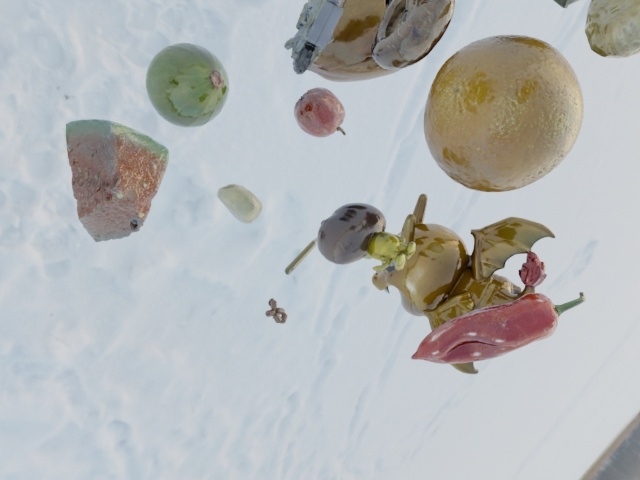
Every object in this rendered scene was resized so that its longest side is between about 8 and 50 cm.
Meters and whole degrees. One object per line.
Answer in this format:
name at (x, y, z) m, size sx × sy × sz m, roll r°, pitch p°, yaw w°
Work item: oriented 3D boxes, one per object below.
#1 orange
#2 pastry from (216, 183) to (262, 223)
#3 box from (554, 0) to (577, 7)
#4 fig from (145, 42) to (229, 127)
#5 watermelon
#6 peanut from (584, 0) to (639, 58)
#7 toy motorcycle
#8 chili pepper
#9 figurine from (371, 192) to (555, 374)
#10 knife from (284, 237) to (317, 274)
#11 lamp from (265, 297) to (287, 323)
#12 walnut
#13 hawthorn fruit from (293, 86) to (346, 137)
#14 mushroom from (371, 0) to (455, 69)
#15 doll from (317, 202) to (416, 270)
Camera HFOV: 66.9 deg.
orange at (0.315, -0.216, 0.848) m, size 0.274 × 0.274 × 0.274 m, roll -27°, pitch 138°, yaw -28°
pastry at (-0.259, -0.122, 1.553) m, size 0.092 × 0.156 × 0.156 m, roll -53°, pitch 145°, yaw -12°
box at (0.454, -0.575, 0.892) m, size 0.149 × 0.231 × 0.155 m, roll -26°, pitch 151°, yaw -8°
fig at (-0.453, -0.548, 1.714) m, size 0.316 × 0.316 × 0.316 m, roll -27°, pitch 138°, yaw -28°
watermelon at (-0.454, -0.125, 1.059) m, size 0.140 × 0.193 × 0.256 m, roll 39°, pitch 54°, yaw -74°
peanut at (0.359, -0.276, 0.556) m, size 0.193 × 0.089 × 0.089 m, roll -48°, pitch 149°, yaw -36°
toy motorcycle at (0.003, -0.427, 0.896) m, size 0.073 × 0.152 × 0.225 m, roll 18°, pitch 131°, yaw -22°
chili pepper at (0.184, 0.091, 0.498) m, size 0.191 × 0.050 × 0.059 m, roll -21°, pitch 131°, yaw 5°
figurine at (0.359, 0.083, 1.243) m, size 0.401 × 0.387 × 0.268 m, roll -58°, pitch 171°, yaw 3°
knife at (-0.002, -0.001, 1.390) m, size 0.298 × 0.017 × 0.047 m, roll -47°, pitch 146°, yaw -27°
lamp at (-0.137, 0.230, 1.540) m, size 0.083 × 0.031 × 0.063 m, roll 40°, pitch 54°, yaw -28°
walnut at (0.088, -0.461, 1.096) m, size 0.336 × 0.209 × 0.209 m, roll -18°, pitch 148°, yaw 17°
hawthorn fruit at (0.012, -0.536, 2.096) m, size 0.253 × 0.205 × 0.205 m, roll 40°, pitch 90°, yaw -23°
mushroom at (0.134, -0.303, 0.639) m, size 0.080 × 0.135 × 0.170 m, roll 17°, pitch 138°, yaw -20°
doll at (0.074, 0.004, 0.894) m, size 0.145 × 0.188 × 0.096 m, roll -28°, pitch 139°, yaw -12°
